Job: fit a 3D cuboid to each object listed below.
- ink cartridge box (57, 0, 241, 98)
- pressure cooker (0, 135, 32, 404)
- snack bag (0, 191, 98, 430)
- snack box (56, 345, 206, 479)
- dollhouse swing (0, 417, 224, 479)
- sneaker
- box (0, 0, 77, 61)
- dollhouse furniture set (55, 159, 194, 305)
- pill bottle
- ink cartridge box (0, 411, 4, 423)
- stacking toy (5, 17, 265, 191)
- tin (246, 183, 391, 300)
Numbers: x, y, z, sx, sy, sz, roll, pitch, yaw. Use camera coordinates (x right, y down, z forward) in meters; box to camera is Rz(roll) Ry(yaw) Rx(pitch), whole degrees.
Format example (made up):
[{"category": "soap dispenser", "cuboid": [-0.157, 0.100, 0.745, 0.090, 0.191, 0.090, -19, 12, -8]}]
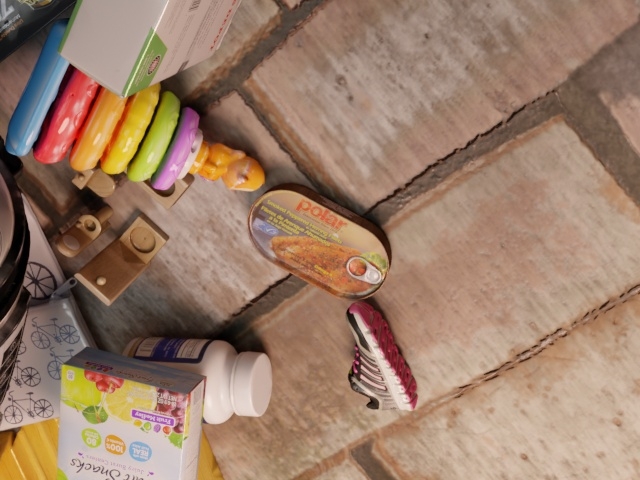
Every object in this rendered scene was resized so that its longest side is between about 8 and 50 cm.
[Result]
[{"category": "ink cartridge box", "cuboid": [-0.164, -0.263, 1.074, 0.092, 0.219, 0.160, 34, 117, 4]}, {"category": "pressure cooker", "cuboid": [-0.530, 0.043, 1.138, 0.375, 0.370, 0.420, 4, 140, -23]}, {"category": "snack bag", "cuboid": [-0.480, 0.114, 1.435, 0.323, 0.037, 0.343, -15, 106, 22]}, {"category": "snack box", "cuboid": [-0.244, 0.258, 1.278, 0.174, 0.070, 0.207, 11, 109, 14]}, {"category": "dollhouse swing", "cuboid": [-0.338, 0.443, 1.393, 0.346, 0.305, 0.315, -12, 109, 22]}, {"category": "sneaker", "cuboid": [0.061, 0.155, 1.272, 0.074, 0.063, 0.170, -17, 118, 21]}, {"category": "box", "cuboid": [-0.470, -0.325, 1.159, 0.295, 0.073, 0.293, -33, 115, 16]}, {"category": "dollhouse furniture set", "cuboid": [-0.254, -0.037, 1.254, 0.144, 0.123, 0.151, 42, 118, -4]}, {"category": "pill bottle", "cuboid": [-0.166, 0.188, 1.334, 0.186, 0.112, 0.112, 1, 113, 17]}, {"category": "ink cartridge box", "cuboid": [-0.593, 0.281, 1.345, 0.283, 0.207, 0.117, 16, 96, -13]}, {"category": "stacking toy", "cuboid": [-0.203, -0.126, 1.188, 0.302, 0.175, 0.166, 24, 100, -18]}, {"category": "tin", "cuboid": [0.000, 0.000, 1.243, 0.189, 0.040, 0.106, 29, 122, 3]}]
